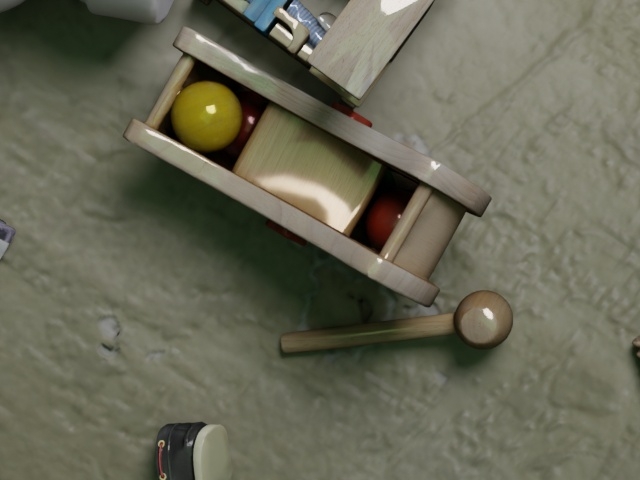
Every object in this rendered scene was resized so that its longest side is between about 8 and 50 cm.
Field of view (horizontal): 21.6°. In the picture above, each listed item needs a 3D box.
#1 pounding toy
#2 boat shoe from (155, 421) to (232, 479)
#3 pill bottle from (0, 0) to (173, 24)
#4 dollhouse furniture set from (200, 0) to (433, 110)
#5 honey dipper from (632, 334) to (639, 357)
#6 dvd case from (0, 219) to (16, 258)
[{"bbox_3d":[0.000,0.000,1.020,0.269,0.154,0.155,29,92,-1],"label":"pounding toy"},{"bbox_3d":[-0.081,0.181,1.084,0.042,0.049,0.133,1,100,27],"label":"boat shoe"},{"bbox_3d":[-0.253,-0.249,0.981,0.362,0.210,0.210,13,92,0],"label":"pill bottle"},{"bbox_3d":[0.008,-0.168,0.998,0.129,0.184,0.129,36,92,-1],"label":"dollhouse furniture set"},{"bbox_3d":[0.242,0.135,1.088,0.030,0.030,0.161,-21,94,1],"label":"honey dipper"},{"bbox_3d":[-0.307,0.055,1.035,0.164,0.018,0.221,31,92,-45],"label":"dvd case"}]
